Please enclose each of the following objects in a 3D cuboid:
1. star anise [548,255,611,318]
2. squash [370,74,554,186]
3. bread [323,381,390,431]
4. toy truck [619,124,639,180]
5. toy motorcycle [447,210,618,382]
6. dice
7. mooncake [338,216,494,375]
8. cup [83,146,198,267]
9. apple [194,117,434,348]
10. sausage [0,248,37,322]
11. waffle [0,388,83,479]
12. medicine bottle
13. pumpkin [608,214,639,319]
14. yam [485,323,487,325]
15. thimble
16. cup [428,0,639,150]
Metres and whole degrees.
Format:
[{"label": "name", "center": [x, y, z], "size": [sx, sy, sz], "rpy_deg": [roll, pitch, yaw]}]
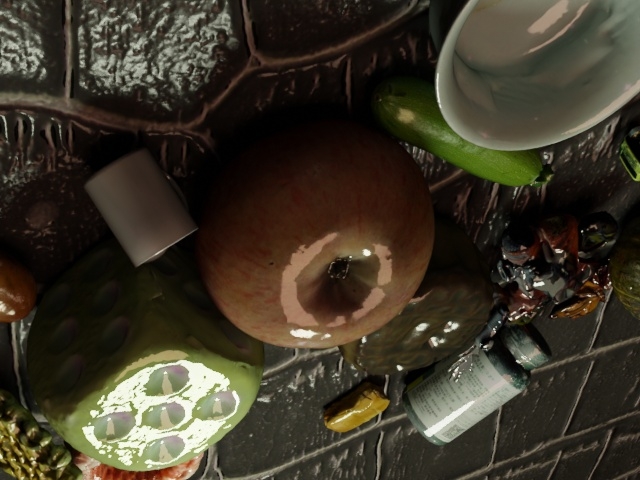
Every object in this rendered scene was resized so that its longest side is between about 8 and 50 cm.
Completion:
[{"label": "star anise", "center": [0.503, 0.097, 1.915], "size": [0.157, 0.053, 0.212], "rpy_deg": [-11, 141, -17]}, {"label": "squash", "center": [0.214, -0.153, 1.439], "size": [0.378, 0.101, 0.101], "rpy_deg": [19, 125, -37]}, {"label": "bread", "center": [0.071, 0.334, 1.962], "size": [0.132, 0.053, 0.074], "rpy_deg": [-34, 141, 14]}, {"label": "toy truck", "center": [0.584, -0.156, 1.650], "size": [0.169, 0.077, 0.100], "rpy_deg": [-22, 155, -8]}, {"label": "toy motorcycle", "center": [0.343, 0.086, 1.756], "size": [0.207, 0.134, 0.401], "rpy_deg": [14, 126, -38]}, {"label": "dice", "center": [-0.249, 0.159, 1.427], "size": [0.254, 0.252, 0.250], "rpy_deg": [-41, 135, 14]}, {"label": "mooncake", "center": [0.148, 0.101, 1.648], "size": [0.290, 0.161, 0.290], "rpy_deg": [-15, 143, -12]}, {"label": "cup", "center": [-0.234, -0.044, 1.303], "size": [0.099, 0.133, 0.136], "rpy_deg": [-33, -175, -1]}, {"label": "apple", "center": [0.000, 0.000, 1.367], "size": [0.345, 0.269, 0.345], "rpy_deg": [-14, 140, -12]}, {"label": "sausage", "center": [-0.494, 0.038, 1.294], "size": [0.270, 0.109, 0.109], "rpy_deg": [21, 123, -42]}, {"label": "waffle", "center": [-0.468, 0.333, 1.579], "size": [0.054, 0.223, 0.204], "rpy_deg": [-42, 171, -37]}, {"label": "medicine bottle", "center": [0.309, 0.271, 1.942], "size": [0.293, 0.141, 0.141], "rpy_deg": [-39, 139, 19]}, {"label": "pumpkin", "center": [0.637, 0.043, 1.812], "size": [0.219, 0.162, 0.219], "rpy_deg": [-12, 115, -28]}, {"label": "yam", "center": [0.262, 0.172, 1.892], "size": [0.145, 0.032, 0.032], "rpy_deg": [-25, 142, 3]}, {"label": "thimble", "center": [-0.318, 0.315, 1.658], "size": [0.239, 0.162, 0.239], "rpy_deg": [-12, 140, -10]}, {"label": "cup", "center": [0.276, -0.295, 1.254], "size": [0.347, 0.163, 0.347], "rpy_deg": [-15, 141, -12]}]
